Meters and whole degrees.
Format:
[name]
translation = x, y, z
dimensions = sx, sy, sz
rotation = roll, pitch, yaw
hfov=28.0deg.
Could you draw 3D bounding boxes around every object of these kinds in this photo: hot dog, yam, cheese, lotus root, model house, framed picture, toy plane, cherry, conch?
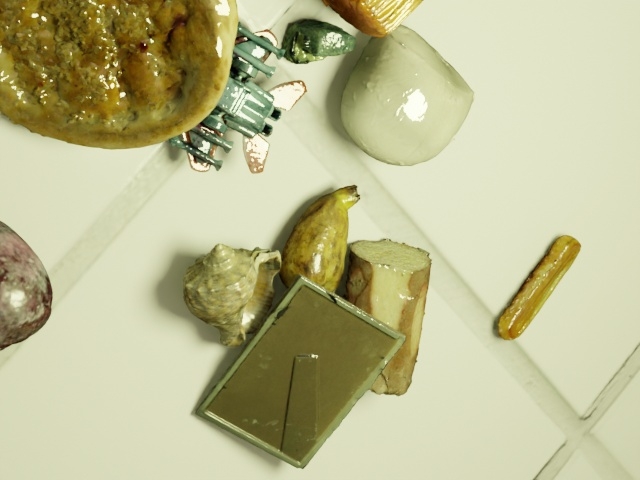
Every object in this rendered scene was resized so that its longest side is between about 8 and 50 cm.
[hot dog]
translation = 0.372, 0.082, 2.213
dimensions = 0.216, 0.047, 0.066
rotation = -54, 138, -7
[yam]
translation = 0.095, 0.126, 2.013
dimensions = 0.128, 0.129, 0.238
rotation = -14, 117, -57
[cheese]
translation = 0.126, -0.203, 1.911
dimensions = 0.198, 0.154, 0.189
rotation = 36, 90, -34
[lotus root]
translation = 0.000, 0.000, 1.939
dimensions = 0.108, 0.094, 0.191
rotation = 39, 67, -73
[model house]
translation = -0.002, -0.282, 1.850
dimensions = 0.078, 0.083, 0.066
rotation = -7, 110, -31
[framed picture]
translation = -0.029, 0.205, 1.939
dimensions = 0.209, 0.019, 0.281
rotation = 33, 107, -21
[toy plane]
translation = -0.176, -0.225, 1.748
dimensions = 0.326, 0.104, 0.223
rotation = 29, 89, -34
[cherry]
translation = -0.436, 0.059, 1.629
dimensions = 0.195, 0.195, 0.195
rotation = -10, 110, -29
[conch]
translation = -0.119, 0.077, 1.861
dimensions = 0.155, 0.130, 0.207
rotation = -21, 130, -11

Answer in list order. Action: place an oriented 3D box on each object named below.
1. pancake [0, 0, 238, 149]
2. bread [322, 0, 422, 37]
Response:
[pancake]
translation = -0.289, -0.277, 1.584
dimensions = 0.382, 0.071, 0.382
rotation = -1, 127, -2
[bread]
translation = 0.045, -0.370, 1.793
dimensions = 0.104, 0.199, 0.199
rotation = -48, 123, 0
